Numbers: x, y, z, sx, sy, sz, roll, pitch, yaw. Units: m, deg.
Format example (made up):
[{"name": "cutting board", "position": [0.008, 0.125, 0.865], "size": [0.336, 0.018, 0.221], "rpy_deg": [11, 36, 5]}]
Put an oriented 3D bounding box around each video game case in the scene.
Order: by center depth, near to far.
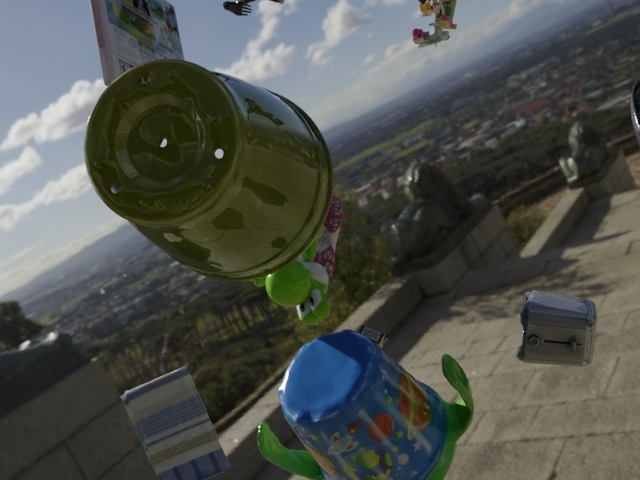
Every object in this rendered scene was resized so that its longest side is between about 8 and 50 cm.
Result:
[{"name": "video game case", "position": [-0.398, -0.445, 1.506], "size": [0.036, 0.300, 0.329], "rpy_deg": [-14, -8, 17]}]

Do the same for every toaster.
[{"name": "toaster", "position": [0.495, 0.182, 1.408], "size": [0.146, 0.129, 0.227], "rpy_deg": [6, 12, 19]}]

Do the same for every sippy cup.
[{"name": "sippy cup", "position": [0.059, 0.264, 1.032], "size": [0.305, 0.224, 0.240], "rpy_deg": [-45, 33, -10]}]

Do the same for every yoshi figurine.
[{"name": "yoshi figurine", "position": [-0.082, 0.033, 1.654], "size": [0.202, 0.362, 0.204], "rpy_deg": [-6, -37, -23]}]

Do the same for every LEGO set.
[{"name": "LEGO set", "position": [0.244, -0.581, 1.506], "size": [0.132, 0.287, 0.107], "rpy_deg": [-14, -22, 14]}]

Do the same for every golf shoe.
[{"name": "golf shoe", "position": [0.000, 0.000, 2.119], "size": [0.140, 0.115, 0.306], "rpy_deg": [104, 179, -63]}]

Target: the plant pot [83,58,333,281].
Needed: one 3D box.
[{"name": "plant pot", "position": [-0.188, -0.120, 1.088], "size": [0.366, 0.367, 0.353], "rpy_deg": [-26, -9, 8]}]

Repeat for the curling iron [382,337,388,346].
[{"name": "curling iron", "position": [0.135, 0.350, 1.786], "size": [0.035, 0.274, 0.068], "rpy_deg": [23, 40, 15]}]

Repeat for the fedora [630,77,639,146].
[{"name": "fedora", "position": [0.689, -0.190, 1.159], "size": [0.334, 0.334, 0.152], "rpy_deg": [-34, -1, -42]}]

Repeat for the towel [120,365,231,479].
[{"name": "towel", "position": [-0.364, 0.476, 1.692], "size": [0.209, 0.285, 0.034], "rpy_deg": [-27, -4, 16]}]

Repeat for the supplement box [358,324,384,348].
[{"name": "supplement box", "position": [0.104, 0.232, 1.459], "size": [0.054, 0.083, 0.043], "rpy_deg": [19, 41, 15]}]

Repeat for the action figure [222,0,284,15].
[{"name": "action figure", "position": [-0.175, -0.705, 1.800], "size": [0.140, 0.164, 0.275], "rpy_deg": [-18, 8, -26]}]

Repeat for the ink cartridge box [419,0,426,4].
[{"name": "ink cartridge box", "position": [0.142, -0.620, 1.301], "size": [0.165, 0.332, 0.065], "rpy_deg": [-53, 26, 14]}]
